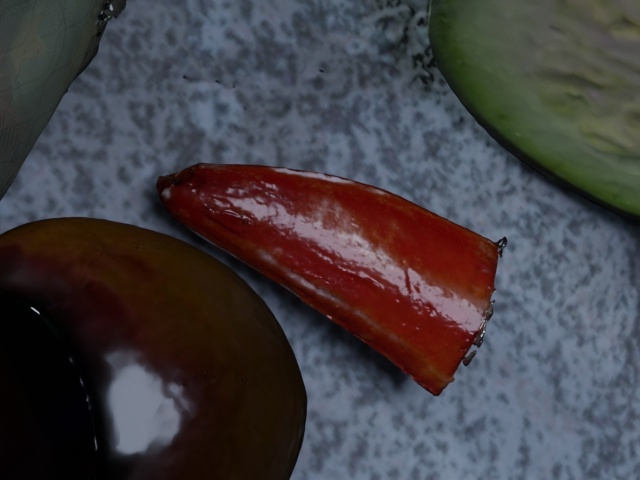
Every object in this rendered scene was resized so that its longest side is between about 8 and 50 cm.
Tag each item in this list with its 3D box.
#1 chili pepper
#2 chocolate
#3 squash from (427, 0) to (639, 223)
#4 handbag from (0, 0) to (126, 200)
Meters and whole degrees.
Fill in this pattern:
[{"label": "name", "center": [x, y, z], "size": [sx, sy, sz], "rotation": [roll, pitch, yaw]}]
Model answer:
[{"label": "chili pepper", "center": [-0.002, 0.004, 0.931], "size": [0.169, 0.065, 0.088], "rotation": [24, 50, -15]}, {"label": "chocolate", "center": [-0.086, 0.071, 0.821], "size": [0.176, 0.176, 0.177], "rotation": [8, 73, -26]}, {"label": "squash", "center": [0.232, -0.221, 1.000], "size": [0.263, 0.263, 0.384], "rotation": [32, 63, -17]}, {"label": "handbag", "center": [-0.142, -0.124, 0.850], "size": [0.270, 0.117, 0.182], "rotation": [-62, 148, -28]}]
